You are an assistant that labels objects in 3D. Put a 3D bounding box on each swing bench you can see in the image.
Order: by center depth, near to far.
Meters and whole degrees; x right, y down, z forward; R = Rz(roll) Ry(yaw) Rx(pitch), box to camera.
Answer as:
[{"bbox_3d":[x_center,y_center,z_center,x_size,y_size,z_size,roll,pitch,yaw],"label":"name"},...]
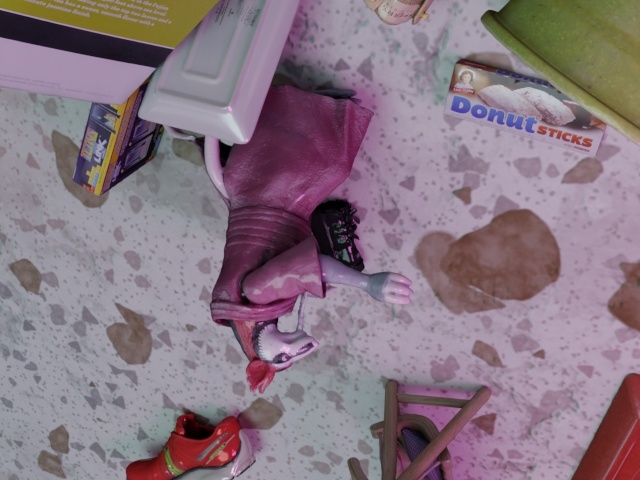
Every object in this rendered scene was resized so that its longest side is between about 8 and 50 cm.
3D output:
[{"bbox_3d":[0.146,0.369,1.070,0.165,0.254,0.253,-1,116,26],"label":"swing bench"}]

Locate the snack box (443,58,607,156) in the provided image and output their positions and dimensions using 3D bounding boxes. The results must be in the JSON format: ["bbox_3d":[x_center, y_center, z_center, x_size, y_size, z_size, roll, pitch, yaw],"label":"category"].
[{"bbox_3d":[0.232,-0.151,0.887,0.178,0.022,0.064,19,124,15],"label":"snack box"}]

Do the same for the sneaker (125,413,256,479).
[{"bbox_3d":[-0.231,0.360,1.357,0.279,0.107,0.118,-21,88,29],"label":"sneaker"}]

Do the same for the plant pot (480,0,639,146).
[{"bbox_3d":[0.326,-0.223,0.681,0.276,0.276,0.254,35,114,4],"label":"plant pot"}]

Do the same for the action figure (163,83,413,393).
[{"bbox_3d":[-0.060,-0.014,0.891,0.276,0.370,0.248,18,155,-20],"label":"action figure"}]

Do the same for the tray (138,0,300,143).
[{"bbox_3d":[-0.105,-0.250,0.884,0.145,0.030,0.270,16,82,16],"label":"tray"}]

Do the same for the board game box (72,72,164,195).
[{"bbox_3d":[-0.251,-0.160,1.037,0.048,0.141,0.170,32,125,6],"label":"board game box"}]

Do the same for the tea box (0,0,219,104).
[{"bbox_3d":[-0.253,-0.370,0.800,0.323,0.220,0.329,-36,68,33],"label":"tea box"}]

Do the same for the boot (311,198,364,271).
[{"bbox_3d":[-0.001,0.000,1.067,0.121,0.045,0.099,-7,113,24],"label":"boot"}]

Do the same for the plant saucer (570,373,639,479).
[{"bbox_3d":[0.477,0.325,1.020,0.259,0.048,0.258,21,123,14],"label":"plant saucer"}]

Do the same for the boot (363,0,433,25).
[{"bbox_3d":[0.124,-0.277,0.745,0.095,0.262,0.203,15,133,-28],"label":"boot"}]
